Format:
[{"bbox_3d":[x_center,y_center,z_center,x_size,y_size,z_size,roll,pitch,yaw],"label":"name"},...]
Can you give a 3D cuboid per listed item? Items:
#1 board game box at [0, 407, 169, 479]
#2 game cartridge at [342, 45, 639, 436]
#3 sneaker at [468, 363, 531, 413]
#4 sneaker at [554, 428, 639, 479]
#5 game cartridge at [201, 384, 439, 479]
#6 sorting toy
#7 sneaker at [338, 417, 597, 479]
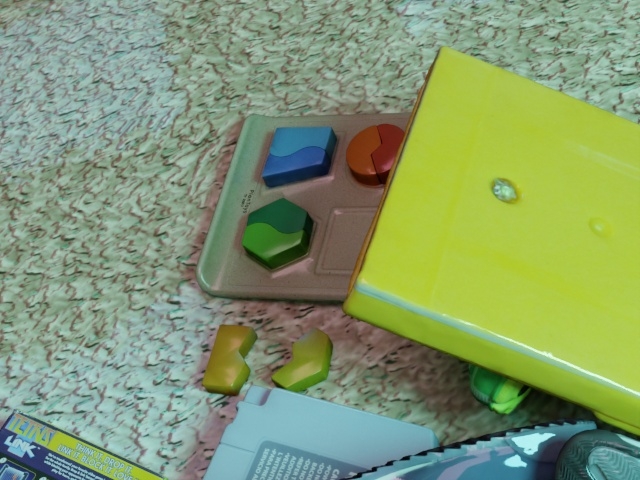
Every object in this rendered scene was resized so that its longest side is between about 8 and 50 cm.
[{"bbox_3d":[-0.223,0.235,0.910,0.170,0.048,0.141,18,62,26],"label":"board game box"},{"bbox_3d":[0.203,0.005,0.831,0.323,0.053,0.285,23,48,-1],"label":"game cartridge"},{"bbox_3d":[0.133,0.014,0.904,0.123,0.109,0.296,10,49,-4],"label":"sneaker"},{"bbox_3d":[0.251,0.191,0.738,0.228,0.132,0.086,36,106,0],"label":"sneaker"},{"bbox_3d":[-0.023,0.265,0.827,0.198,0.062,0.297,14,62,20],"label":"game cartridge"},{"bbox_3d":[0.000,0.000,1.005,0.229,0.041,0.307,3,58,19],"label":"sorting toy"},{"bbox_3d":[0.055,0.221,0.756,0.319,0.112,0.131,-20,77,1],"label":"sneaker"}]
